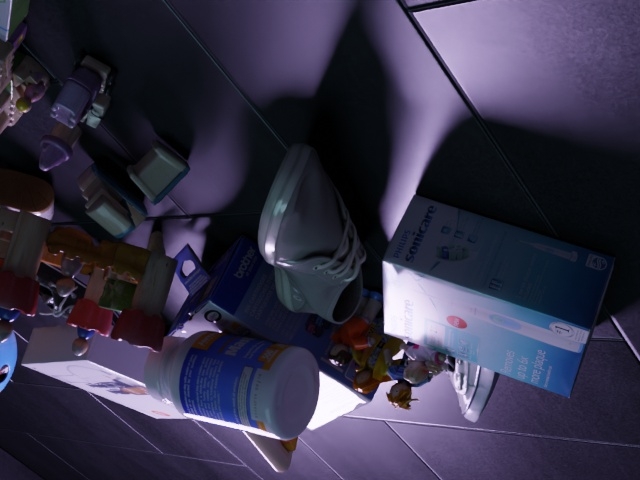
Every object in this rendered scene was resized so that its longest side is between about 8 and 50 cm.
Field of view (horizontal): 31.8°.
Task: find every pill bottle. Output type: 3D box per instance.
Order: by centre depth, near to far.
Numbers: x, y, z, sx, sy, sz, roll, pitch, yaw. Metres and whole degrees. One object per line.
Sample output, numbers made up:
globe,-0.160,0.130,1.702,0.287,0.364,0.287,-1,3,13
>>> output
pill bottle,-0.150,0.229,1.840,0.272,0.152,0.152,7,146,30

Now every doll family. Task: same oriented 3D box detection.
doll family,0.129,0.185,1.803,0.263,0.163,0.118,7,153,48

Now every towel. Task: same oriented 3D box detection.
towel,-0.297,0.055,2.039,0.027,0.110,0.148,-4,156,-15

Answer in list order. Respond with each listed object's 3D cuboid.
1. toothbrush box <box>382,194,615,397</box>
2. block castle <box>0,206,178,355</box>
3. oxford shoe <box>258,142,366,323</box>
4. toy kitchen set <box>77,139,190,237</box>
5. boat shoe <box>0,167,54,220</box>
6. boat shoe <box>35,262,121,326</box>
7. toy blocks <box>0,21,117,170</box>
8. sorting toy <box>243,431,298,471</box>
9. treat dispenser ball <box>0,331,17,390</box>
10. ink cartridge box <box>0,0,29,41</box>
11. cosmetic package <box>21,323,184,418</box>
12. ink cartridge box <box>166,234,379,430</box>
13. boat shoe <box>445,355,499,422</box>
toothbrush box,0.245,0.080,1.602,0.296,0.126,0.216,20,151,15
block castle,-0.452,0.091,1.933,0.303,0.212,0.453,19,172,-22
oxford shoe,0.000,0.000,1.633,0.130,0.169,0.449,22,159,15
toy kitchen set,-0.287,-0.089,1.828,0.122,0.166,0.207,43,-176,-27
boat shoe,-0.618,-0.093,2.054,0.277,0.098,0.096,23,151,4
boat shoe,-0.530,0.106,2.304,0.306,0.105,0.113,40,149,-23
toy blocks,-0.512,-0.167,1.673,0.309,0.260,0.288,28,151,-3
sorting toy,-0.076,0.314,2.169,0.038,0.208,0.193,-2,142,25
treat dispenser ball,-0.863,0.262,2.647,0.288,0.288,0.288,20,151,12
ink cartridge box,-0.442,-0.365,1.493,0.109,0.062,0.209,30,151,-6
cosmetic package,-0.411,0.288,2.441,0.377,0.097,0.284,29,157,-34
ink cartridge box,-0.098,0.156,1.981,0.395,0.151,0.270,31,150,-11
boat shoe,0.247,0.206,1.842,0.088,0.096,0.267,23,151,15
